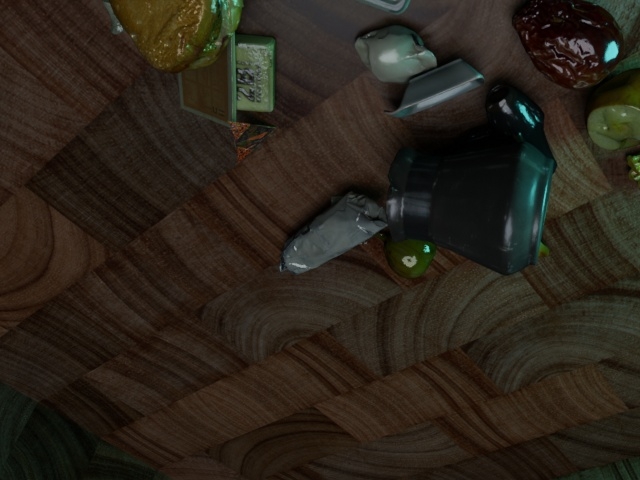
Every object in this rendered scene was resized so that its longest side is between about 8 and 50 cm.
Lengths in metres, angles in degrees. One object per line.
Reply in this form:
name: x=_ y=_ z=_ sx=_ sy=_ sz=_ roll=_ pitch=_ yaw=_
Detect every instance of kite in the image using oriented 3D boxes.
kite: x=-0.170 y=-0.270 z=1.444 sx=0.125 sy=0.008 sz=0.222 roll=-25 pitch=163 yaw=-10

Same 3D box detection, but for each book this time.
book: x=-0.273 y=-0.401 z=1.332 sx=0.170 sy=0.018 sz=0.241 roll=24 pitch=134 yaw=19

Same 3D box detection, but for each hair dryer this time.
hair dryer: x=0.398 y=-0.228 z=1.420 sx=0.359 sy=0.120 sz=0.304 roll=-18 pitch=141 yaw=32

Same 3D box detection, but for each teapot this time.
teapot: x=-0.458 y=-0.517 z=1.277 sx=0.067 sy=0.057 sz=0.083 roll=-14 pitch=140 yaw=-20
teapot: x=0.355 y=-0.089 z=1.354 sx=0.362 sy=0.376 sz=0.305 roll=11 pitch=91 yaw=23

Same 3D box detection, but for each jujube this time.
jujube: x=0.521 y=-0.429 z=1.185 sx=0.236 sy=0.168 sz=0.168 roll=36 pitch=126 yaw=-3

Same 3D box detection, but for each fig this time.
fig: x=0.236 y=0.028 z=1.615 sx=0.186 sy=0.148 sz=0.142 roll=31 pitch=155 yaw=30

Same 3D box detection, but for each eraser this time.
eraser: x=-0.168 y=-0.398 z=1.337 sx=0.117 sy=0.058 sz=0.172 roll=6 pitch=130 yaw=1

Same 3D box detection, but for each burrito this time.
burrito: x=0.000 y=0.000 z=1.605 sx=0.139 sy=0.101 sz=0.445 roll=43 pitch=132 yaw=-18

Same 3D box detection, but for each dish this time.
dish: x=0.255 y=-0.351 z=1.294 sx=0.234 sy=0.154 sz=0.064 roll=-20 pitch=92 yaw=19

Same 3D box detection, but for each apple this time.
apple: x=0.704 y=-0.291 z=1.262 sx=0.173 sy=0.160 sz=0.195 roll=54 pitch=159 yaw=-14

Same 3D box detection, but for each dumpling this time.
dumpling: x=0.172 y=-0.410 z=1.276 sx=0.176 sy=0.092 sz=0.150 roll=-7 pitch=145 yaw=2

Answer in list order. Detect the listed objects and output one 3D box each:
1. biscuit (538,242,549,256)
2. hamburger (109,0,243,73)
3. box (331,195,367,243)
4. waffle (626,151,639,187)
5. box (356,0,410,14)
biscuit: x=0.553 y=-0.022 z=1.582 sx=0.164 sy=0.047 sz=0.208 roll=-11 pitch=128 yaw=16
hamburger: x=-0.311 y=-0.512 z=1.157 sx=0.290 sy=0.170 sz=0.314 roll=-36 pitch=90 yaw=36
box: x=0.084 y=-0.056 z=1.618 sx=0.090 sy=0.024 sz=0.167 roll=-2 pitch=130 yaw=9
waffle: x=0.890 y=-0.230 z=1.366 sx=0.249 sy=0.056 sz=0.253 roll=-3 pitch=131 yaw=8
box: x=0.095 y=-0.572 z=1.117 sx=0.227 sy=0.130 sz=0.162 roll=17 pitch=130 yaw=-7
